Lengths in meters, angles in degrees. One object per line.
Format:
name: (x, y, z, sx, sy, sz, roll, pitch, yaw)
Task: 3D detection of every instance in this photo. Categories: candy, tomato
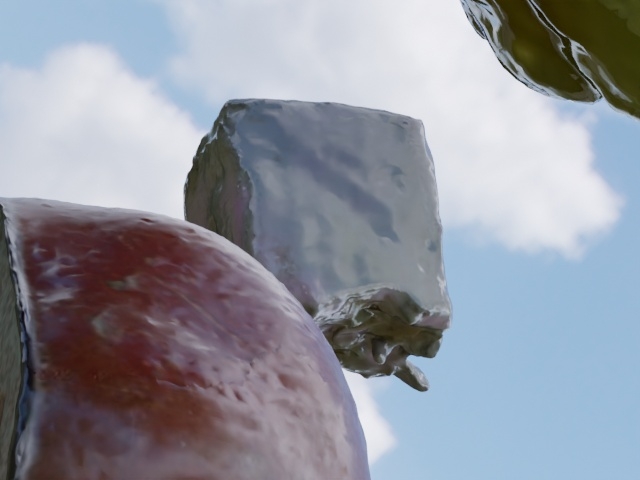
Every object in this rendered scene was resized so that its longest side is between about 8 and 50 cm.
candy: (0.000, 0.000, 1.339, 0.137, 0.184, 0.195, 129, -39, -53)
tomato: (-0.060, 0.089, 0.628, 0.214, 0.155, 0.181, -105, -150, -54)

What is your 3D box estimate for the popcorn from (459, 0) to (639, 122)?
popcorn: (0.094, -0.215, 0.528, 0.293, 0.334, 0.292, 19, 11, -46)
